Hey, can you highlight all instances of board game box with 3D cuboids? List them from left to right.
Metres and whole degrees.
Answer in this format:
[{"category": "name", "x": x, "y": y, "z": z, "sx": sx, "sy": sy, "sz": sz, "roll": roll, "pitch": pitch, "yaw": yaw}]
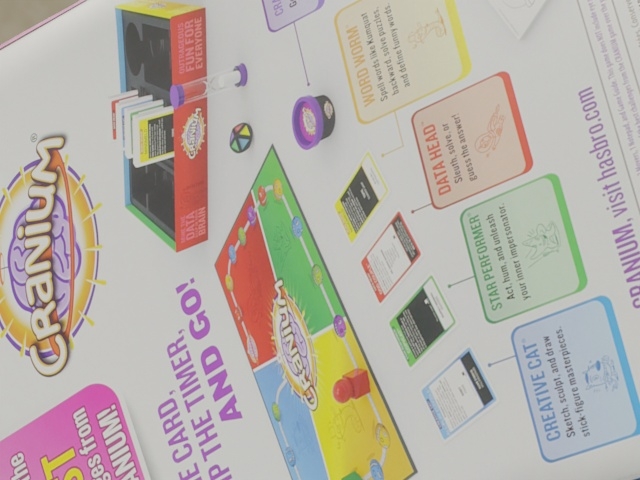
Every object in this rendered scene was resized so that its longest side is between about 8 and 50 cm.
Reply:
[{"category": "board game box", "x": 0.000, "y": 0.000, "z": 0.578, "sx": 0.064, "sy": 0.317, "sz": 0.242, "roll": 13, "pitch": 60, "yaw": -54}]
